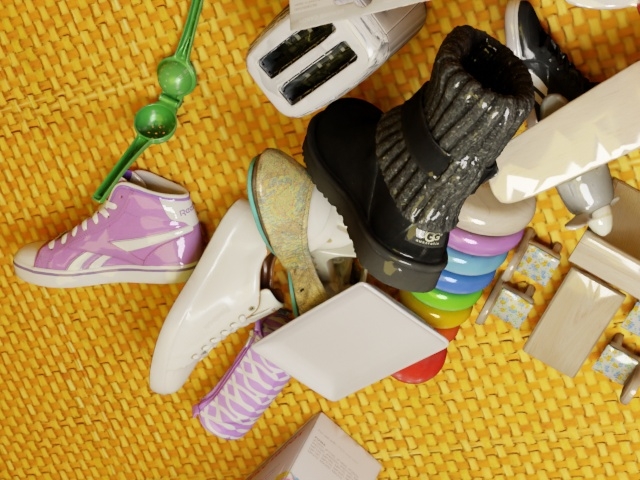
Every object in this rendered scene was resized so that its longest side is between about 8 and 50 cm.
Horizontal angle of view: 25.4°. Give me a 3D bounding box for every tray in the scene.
[{"bbox_3d":[0.036,0.125,1.809,0.145,0.030,0.270,36,144,-16],"label":"tray"}]

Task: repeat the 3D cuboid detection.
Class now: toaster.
[{"bbox_3d":[0.008,-0.237,1.673,0.227,0.146,0.129,-31,101,33],"label":"toaster"}]

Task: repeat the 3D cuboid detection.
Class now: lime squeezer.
[{"bbox_3d":[-0.209,-0.190,1.824,0.059,0.110,0.310,29,94,26],"label":"lime squeezer"}]

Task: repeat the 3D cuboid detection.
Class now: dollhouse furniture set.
[{"bbox_3d":[0.322,0.072,1.697,0.212,0.161,0.242,29,124,6],"label":"dollhouse furniture set"}]

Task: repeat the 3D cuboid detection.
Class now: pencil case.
[{"bbox_3d":[-0.096,0.191,1.979,0.088,0.086,0.206,15,127,-26],"label":"pencil case"}]

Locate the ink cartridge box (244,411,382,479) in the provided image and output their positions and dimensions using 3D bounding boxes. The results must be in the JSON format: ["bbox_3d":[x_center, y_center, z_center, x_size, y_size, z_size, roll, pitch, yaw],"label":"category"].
[{"bbox_3d":[-0.064,0.412,1.952,0.131,0.306,0.226,42,124,-4],"label":"ink cartridge box"}]

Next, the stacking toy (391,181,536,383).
[{"bbox_3d":[0.155,0.056,1.785,0.141,0.141,0.330,24,128,9],"label":"stacking toy"}]

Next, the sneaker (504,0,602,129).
[{"bbox_3d":[0.290,-0.186,1.631,0.121,0.079,0.217,-7,122,22],"label":"sneaker"}]

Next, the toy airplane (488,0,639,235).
[{"bbox_3d":[0.412,-0.156,1.508,0.386,0.272,0.384,20,86,23],"label":"toy airplane"}]

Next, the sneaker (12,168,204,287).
[{"bbox_3d":[-0.299,-0.024,1.952,0.282,0.102,0.161,-4,112,13],"label":"sneaker"}]

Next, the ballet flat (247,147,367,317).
[{"bbox_3d":[0.000,0.000,1.764,0.123,0.123,0.348,10,150,18],"label":"ballet flat"}]

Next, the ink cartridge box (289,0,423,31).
[{"bbox_3d":[0.053,-0.350,1.574,0.189,0.066,0.232,-9,78,26],"label":"ink cartridge box"}]

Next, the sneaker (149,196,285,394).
[{"bbox_3d":[-0.125,0.096,1.882,0.123,0.106,0.290,30,100,9],"label":"sneaker"}]

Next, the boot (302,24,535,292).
[{"bbox_3d":[0.107,-0.135,1.579,0.131,0.348,0.260,8,121,-26],"label":"boot"}]
